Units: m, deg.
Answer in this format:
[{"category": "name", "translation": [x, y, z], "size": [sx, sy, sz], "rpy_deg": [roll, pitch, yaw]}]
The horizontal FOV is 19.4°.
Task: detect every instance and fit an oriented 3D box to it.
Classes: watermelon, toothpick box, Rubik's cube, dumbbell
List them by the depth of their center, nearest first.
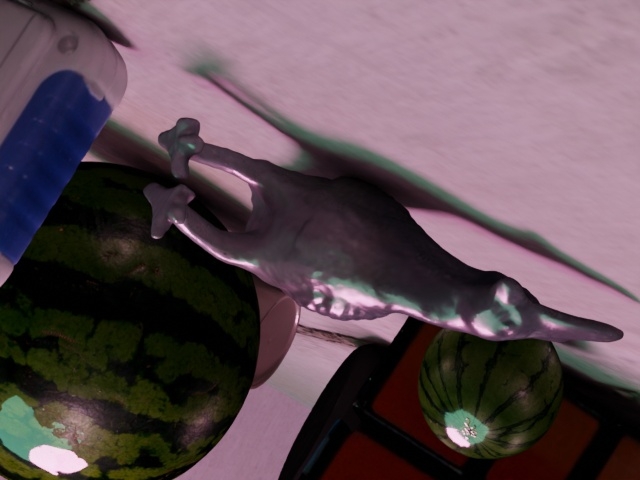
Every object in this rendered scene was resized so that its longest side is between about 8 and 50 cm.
[{"category": "watermelon", "translation": [0.115, 0.091, 1.234], "size": [0.109, 0.109, 0.109], "rpy_deg": [29, 172, 4]}, {"category": "Rubik's cube", "translation": [0.127, 0.247, 1.444], "size": [0.293, 0.283, 0.288], "rpy_deg": [35, 174, 10]}, {"category": "watermelon", "translation": [-0.189, 0.072, 1.548], "size": [0.285, 0.285, 0.285], "rpy_deg": [29, 172, 4]}, {"category": "toothpick box", "translation": [-0.123, 0.064, 1.882], "size": [0.181, 0.111, 0.111], "rpy_deg": [25, 172, 21]}, {"category": "dumbbell", "translation": [0.132, 0.264, 1.895], "size": [0.322, 0.203, 0.204], "rpy_deg": [30, 173, -4]}]

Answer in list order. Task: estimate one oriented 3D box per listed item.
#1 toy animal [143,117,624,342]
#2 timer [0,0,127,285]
[{"category": "toy animal", "translation": [-0.017, -0.007, 1.086], "size": [0.206, 0.081, 0.367], "rpy_deg": [21, 179, -36]}, {"category": "timer", "translation": [-0.255, -0.091, 1.094], "size": [0.253, 0.178, 0.078], "rpy_deg": [26, 167, 22]}]
